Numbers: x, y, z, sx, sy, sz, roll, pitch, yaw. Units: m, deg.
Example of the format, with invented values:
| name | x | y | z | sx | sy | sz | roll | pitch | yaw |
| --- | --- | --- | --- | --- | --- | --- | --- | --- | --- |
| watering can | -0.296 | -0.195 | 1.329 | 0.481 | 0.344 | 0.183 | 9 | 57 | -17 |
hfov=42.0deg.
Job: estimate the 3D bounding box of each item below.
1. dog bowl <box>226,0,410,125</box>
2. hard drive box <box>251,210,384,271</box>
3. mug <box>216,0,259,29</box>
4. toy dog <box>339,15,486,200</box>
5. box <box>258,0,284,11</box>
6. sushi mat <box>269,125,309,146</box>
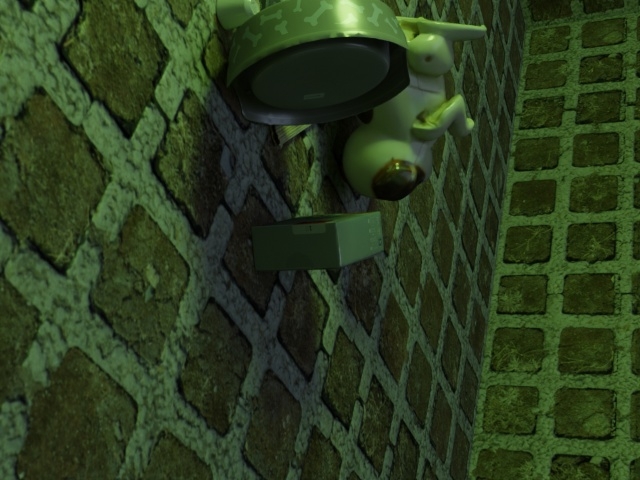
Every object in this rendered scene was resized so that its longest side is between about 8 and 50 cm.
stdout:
| name | x | y | z | sx | sy | sz | roll | pitch | yaw |
| --- | --- | --- | --- | --- | --- | --- | --- | --- | --- |
| dog bowl | -0.005 | -0.321 | 1.495 | 0.349 | 0.348 | 0.102 | 20 | 58 | -63 |
| hard drive box | 0.000 | 0.000 | 1.641 | 0.232 | 0.181 | 0.089 | -17 | 103 | -65 |
| mug | -0.144 | -0.423 | 1.506 | 0.062 | 0.064 | 0.078 | 47 | 46 | -53 |
| toy dog | 0.168 | -0.288 | 1.869 | 0.395 | 0.284 | 0.408 | -11 | 112 | -39 |
| box | -0.070 | -0.436 | 1.653 | 0.231 | 0.056 | 0.183 | 33 | 53 | -57 |
| sushi mat | -0.042 | -0.313 | 1.771 | 0.316 | 0.019 | 0.151 | -45 | 128 | -58 |
